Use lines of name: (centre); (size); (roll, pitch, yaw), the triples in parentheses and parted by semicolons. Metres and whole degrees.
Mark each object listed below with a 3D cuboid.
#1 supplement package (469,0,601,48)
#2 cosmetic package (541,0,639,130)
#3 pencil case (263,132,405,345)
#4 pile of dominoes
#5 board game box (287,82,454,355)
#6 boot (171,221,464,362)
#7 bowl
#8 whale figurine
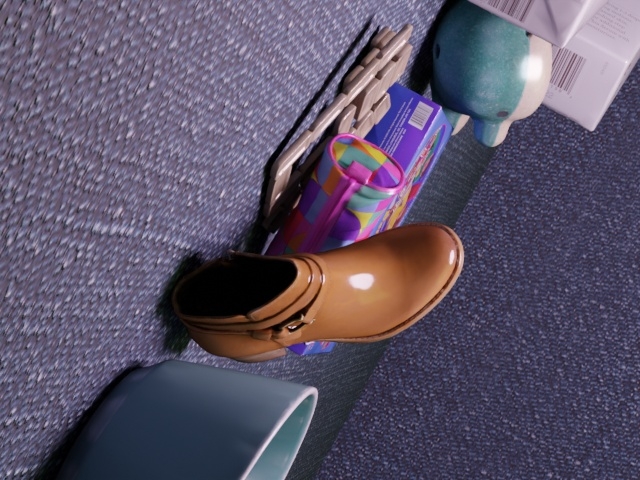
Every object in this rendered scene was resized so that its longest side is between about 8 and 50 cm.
supplement package: (0.292, -0.378, 2.071); (0.175, 0.177, 0.293); (-66, 169, 26)
cosmetic package: (0.442, -0.400, 2.690); (0.453, 0.230, 0.161); (-52, 168, -41)
pencil case: (0.000, 0.000, 1.803); (0.236, 0.104, 0.104); (-60, 172, 28)
pile of dominoes: (0.006, -0.123, 1.799); (0.251, 0.040, 0.196); (-47, 169, -26)
board game box: (0.047, -0.022, 2.138); (0.347, 0.078, 0.233); (-61, 171, 1)
boot: (-0.003, 0.035, 1.647); (0.220, 0.283, 0.109); (52, 23, -72)
bowl: (-0.148, 0.237, 1.588); (0.311, 0.163, 0.311); (-59, 171, -14)
whale figurine: (0.195, -0.227, 2.215); (0.272, 0.141, 0.216); (148, -59, -64)
